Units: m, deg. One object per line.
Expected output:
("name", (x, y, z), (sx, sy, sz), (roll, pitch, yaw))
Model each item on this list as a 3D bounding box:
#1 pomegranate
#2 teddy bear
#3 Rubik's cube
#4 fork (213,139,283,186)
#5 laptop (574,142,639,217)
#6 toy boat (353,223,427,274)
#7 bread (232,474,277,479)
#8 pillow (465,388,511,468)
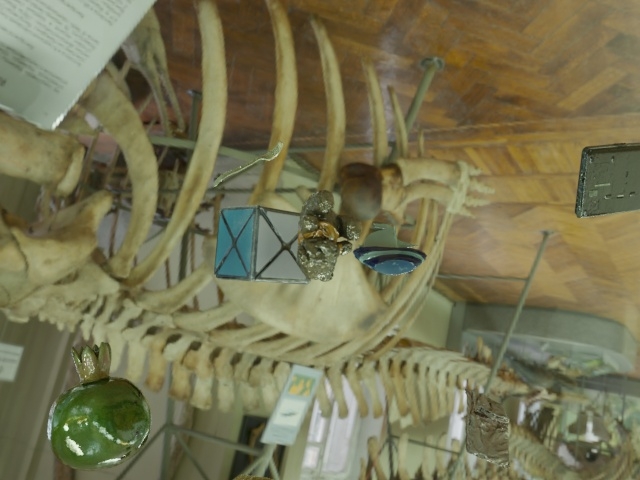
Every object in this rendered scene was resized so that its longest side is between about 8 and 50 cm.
("pomegranate", (-0.404, 0.299, 1.105), (0.187, 0.225, 0.187), (-12, 172, -2))
("teddy bear", (0.000, 0.000, 1.448), (0.140, 0.190, 0.177), (-14, 142, 38))
("Rubik's cube", (-0.192, 0.017, 2.085), (0.254, 0.259, 0.260), (6, 174, -42))
("fork", (-0.190, -0.200, 1.620), (0.034, 0.219, 0.028), (44, 162, 40))
("laptop", (0.636, -0.131, 1.302), (0.207, 0.154, 0.026), (-7, -162, -23))
("toy boat", (0.208, 0.003, 1.870), (0.220, 0.067, 0.291), (2, -149, 0))
("bread", (-0.180, 0.761, 1.751), (0.236, 0.140, 0.106), (0, 179, 30))
("pillow", (0.466, 0.515, 1.689), (0.135, 0.248, 0.049), (28, 122, -4))
